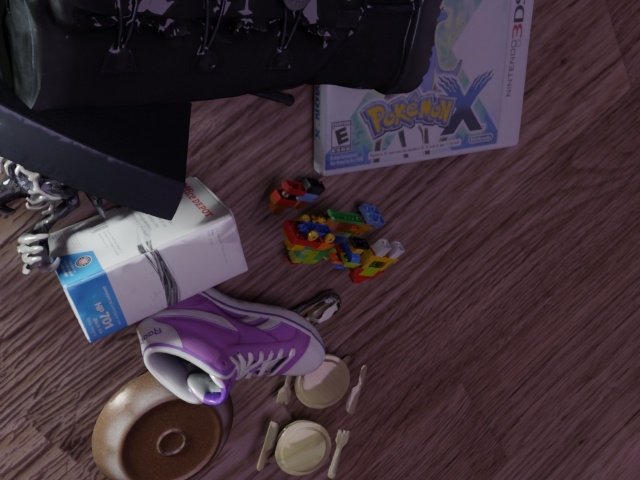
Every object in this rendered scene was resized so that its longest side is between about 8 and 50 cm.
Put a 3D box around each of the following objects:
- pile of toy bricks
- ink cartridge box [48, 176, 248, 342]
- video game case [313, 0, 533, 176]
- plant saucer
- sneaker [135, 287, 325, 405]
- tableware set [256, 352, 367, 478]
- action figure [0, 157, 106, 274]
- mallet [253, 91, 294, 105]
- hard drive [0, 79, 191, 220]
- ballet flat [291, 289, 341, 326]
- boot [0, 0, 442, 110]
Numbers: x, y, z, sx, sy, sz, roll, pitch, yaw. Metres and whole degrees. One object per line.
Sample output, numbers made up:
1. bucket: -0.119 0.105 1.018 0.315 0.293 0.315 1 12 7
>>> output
1. pile of toy bricks: 0.000 0.000 0.991 0.212 0.118 0.105 10 135 -49
2. ink cartridge box: -0.199 0.014 0.847 0.190 0.139 0.082 -23 122 -19
3. video game case: 0.142 -0.251 0.988 0.328 0.036 0.300 -11 116 -25
4. plant saucer: -0.205 0.265 1.016 0.198 0.036 0.199 -12 116 -24
5. sneaker: -0.104 0.154 0.939 0.282 0.161 0.102 22 121 -31
6. tableware set: -0.015 0.255 1.119 0.128 0.039 0.194 13 98 -21
7. action figure: -0.323 -0.037 0.758 0.275 0.141 0.164 -36 118 -8
8. mallet: -0.114 -0.188 0.877 0.189 0.062 0.039 7 104 -47
9. hard drive: -0.242 -0.136 0.743 0.254 0.172 0.054 25 135 -32
10. ballet flat: -0.017 0.110 1.052 0.114 0.041 0.041 -33 123 -13
11. boot: -0.073 -0.313 0.695 0.445 0.146 0.367 -7 109 -32
